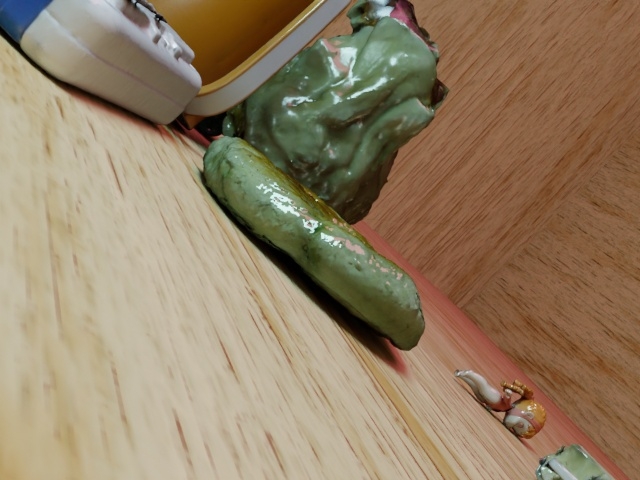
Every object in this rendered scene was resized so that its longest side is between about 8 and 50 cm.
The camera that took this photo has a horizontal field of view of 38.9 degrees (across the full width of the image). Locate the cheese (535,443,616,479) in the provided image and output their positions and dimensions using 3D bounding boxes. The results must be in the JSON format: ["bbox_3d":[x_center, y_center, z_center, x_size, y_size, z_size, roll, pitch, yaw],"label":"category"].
[{"bbox_3d":[0.253,0.245,0.669,0.235,0.050,0.127,46,2,19],"label":"cheese"}]

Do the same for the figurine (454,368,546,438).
[{"bbox_3d":[0.190,0.164,0.949,0.109,0.047,0.064,36,-18,-11],"label":"figurine"}]

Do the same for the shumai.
[{"bbox_3d":[0.042,-0.132,0.945,0.189,0.218,0.256,54,29,-8],"label":"shumai"}]

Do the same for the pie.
[{"bbox_3d":[0.000,0.000,0.724,0.240,0.054,0.240,42,2,-2],"label":"pie"}]

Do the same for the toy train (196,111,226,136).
[{"bbox_3d":[-0.080,-0.166,1.073,0.228,0.136,0.091,38,6,-32],"label":"toy train"}]

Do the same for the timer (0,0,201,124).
[{"bbox_3d":[-0.179,-0.177,0.655,0.178,0.078,0.253,44,4,4],"label":"timer"}]

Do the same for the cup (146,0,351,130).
[{"bbox_3d":[-0.085,-0.229,0.870,0.226,0.264,0.182,48,-9,39],"label":"cup"}]
